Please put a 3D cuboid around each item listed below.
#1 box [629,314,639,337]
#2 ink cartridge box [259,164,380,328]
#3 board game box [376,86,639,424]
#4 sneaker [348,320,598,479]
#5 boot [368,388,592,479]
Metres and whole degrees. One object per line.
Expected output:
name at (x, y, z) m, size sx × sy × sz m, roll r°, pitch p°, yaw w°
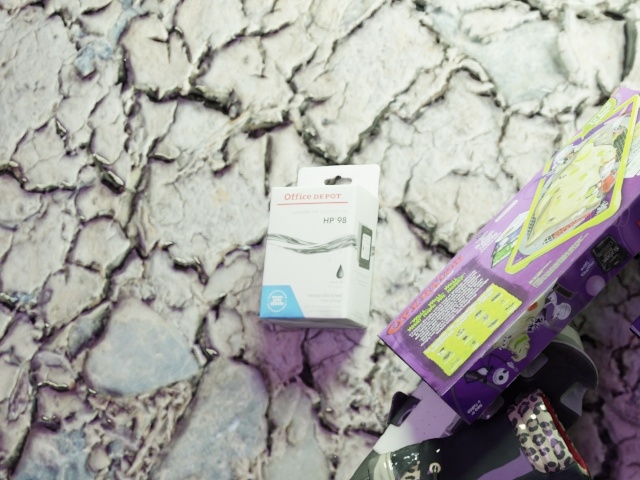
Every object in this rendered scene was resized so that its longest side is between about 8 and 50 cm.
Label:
box at (0.409, 0.063, 1.336) m, size 0.207 × 0.108 × 0.153 m, roll -48°, pitch 61°, yaw 8°
ink cartridge box at (0.000, 0.000, 1.586) m, size 0.104 × 0.060 × 0.180 m, roll -2°, pitch 76°, yaw 27°
board game box at (0.212, 0.004, 1.385) m, size 0.347 × 0.056 × 0.208 m, roll -46°, pitch 22°, yaw -1°
sneaker at (0.128, 0.186, 1.450) m, size 0.330 × 0.122 × 0.146 m, roll -43°, pitch 20°, yaw 17°
boot at (0.163, 0.263, 1.315) m, size 0.178 × 0.085 × 0.236 m, roll -28°, pitch 74°, yaw 10°
